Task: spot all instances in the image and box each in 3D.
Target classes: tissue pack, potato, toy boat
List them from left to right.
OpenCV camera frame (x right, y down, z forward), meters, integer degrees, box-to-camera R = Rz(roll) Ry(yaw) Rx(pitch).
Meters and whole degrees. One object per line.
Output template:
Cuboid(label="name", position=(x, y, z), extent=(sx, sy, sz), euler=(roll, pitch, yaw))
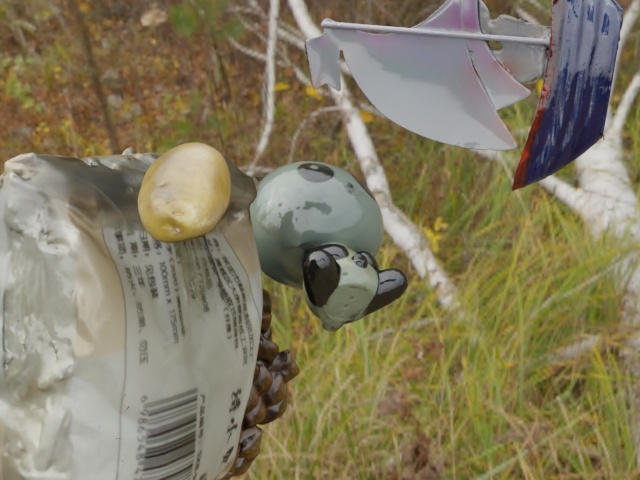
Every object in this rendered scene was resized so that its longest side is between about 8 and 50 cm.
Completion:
Cuboid(label="tissue pack", position=(-0.181, 0.099, 0.948), extent=(0.195, 0.376, 0.390), euler=(11, 7, 22))
Cuboid(label="potato", position=(-0.095, -0.031, 0.679), extent=(0.062, 0.068, 0.083), euler=(41, 25, -8))
Cuboid(label="toy boat", position=(0.145, -0.149, 0.965), extent=(0.318, 0.219, 0.072), euler=(-14, 9, 21))

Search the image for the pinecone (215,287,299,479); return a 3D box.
Cuboid(label="pinecone", position=(-0.247, 0.167, 1.391), extent=(0.384, 0.384, 0.384), euler=(-4, 44, 4))

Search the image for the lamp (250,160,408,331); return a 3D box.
Cuboid(label="lamp", position=(0.000, 0.000, 1.297), extent=(0.197, 0.198, 0.244), euler=(-19, 40, -11))
